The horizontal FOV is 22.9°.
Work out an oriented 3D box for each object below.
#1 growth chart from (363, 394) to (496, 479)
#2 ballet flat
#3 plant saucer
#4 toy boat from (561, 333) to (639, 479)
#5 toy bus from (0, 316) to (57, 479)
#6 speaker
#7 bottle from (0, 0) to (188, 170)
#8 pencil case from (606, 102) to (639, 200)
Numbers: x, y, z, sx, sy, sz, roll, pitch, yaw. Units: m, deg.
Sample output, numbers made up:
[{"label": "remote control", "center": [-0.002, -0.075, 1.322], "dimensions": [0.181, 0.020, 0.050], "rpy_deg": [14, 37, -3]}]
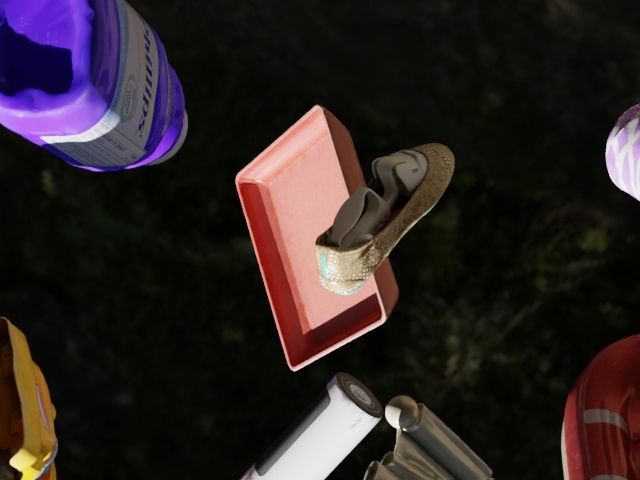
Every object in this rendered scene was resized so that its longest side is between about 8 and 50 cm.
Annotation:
[{"label": "growth chart", "center": [0.020, 0.193, 0.775], "dimensions": [0.021, 0.237, 0.172], "rpy_deg": [17, 155, 31]}, {"label": "ballet flat", "center": [0.063, -0.038, 1.524], "dimensions": [0.073, 0.206, 0.067], "rpy_deg": [13, 143, 35]}, {"label": "plant saucer", "center": [0.000, 0.000, 1.859], "dimensions": [0.259, 0.047, 0.258], "rpy_deg": [-36, 69, 60]}, {"label": "toy boat", "center": [0.246, 0.141, 1.027], "dimensions": [0.151, 0.151, 0.231], "rpy_deg": [16, -143, -10]}, {"label": "toy bus", "center": [-0.284, 0.186, 1.269], "dimensions": [0.211, 0.220, 0.149], "rpy_deg": [46, -157, -50]}, {"label": "speaker", "center": [-0.009, 0.179, 1.351], "dimensions": [0.055, 0.136, 0.055], "rpy_deg": [38, -164, -13]}, {"label": "bottle", "center": [-0.157, -0.109, 1.126], "dimensions": [0.092, 0.118, 0.283], "rpy_deg": [-1, 172, 8]}, {"label": "pencil case", "center": [0.292, -0.049, 1.170], "dimensions": [0.088, 0.086, 0.206], "rpy_deg": [-1, -162, -19]}]
